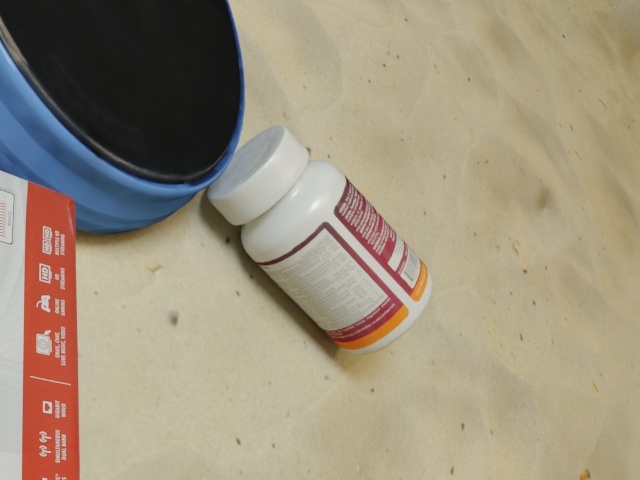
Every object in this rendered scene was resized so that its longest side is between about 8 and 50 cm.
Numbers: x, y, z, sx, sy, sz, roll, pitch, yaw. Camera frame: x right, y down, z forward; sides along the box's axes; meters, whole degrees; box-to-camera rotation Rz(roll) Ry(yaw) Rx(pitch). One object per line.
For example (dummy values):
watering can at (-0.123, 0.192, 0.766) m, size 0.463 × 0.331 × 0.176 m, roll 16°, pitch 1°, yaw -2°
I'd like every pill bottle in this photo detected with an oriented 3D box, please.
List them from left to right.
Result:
pill bottle at (0.000, 0.000, 1.036) m, size 0.221 × 0.121 × 0.121 m, roll 47°, pitch 36°, yaw -22°

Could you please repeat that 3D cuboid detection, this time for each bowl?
bowl at (-0.195, -0.201, 0.898) m, size 0.391 × 0.077 × 0.391 m, roll 40°, pitch 40°, yaw -46°

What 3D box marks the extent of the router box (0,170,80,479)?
router box at (-0.287, 0.089, 0.622) m, size 0.301 × 0.082 × 0.336 m, roll 22°, pitch 50°, yaw -44°
